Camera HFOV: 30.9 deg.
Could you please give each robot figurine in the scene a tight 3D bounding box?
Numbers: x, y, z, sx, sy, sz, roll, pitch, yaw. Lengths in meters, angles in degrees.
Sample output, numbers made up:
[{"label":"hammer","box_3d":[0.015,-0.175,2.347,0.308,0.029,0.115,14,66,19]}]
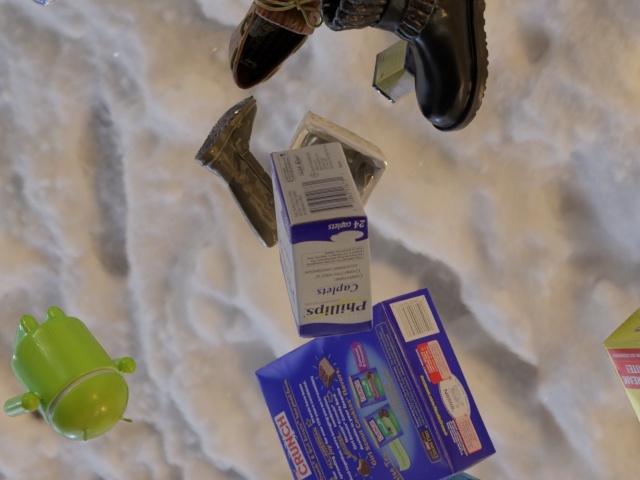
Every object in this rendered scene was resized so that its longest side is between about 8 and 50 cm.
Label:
[{"label":"robot figurine","box_3d":[-0.194,0.106,0.896,0.115,0.101,0.067,47,133,25]}]

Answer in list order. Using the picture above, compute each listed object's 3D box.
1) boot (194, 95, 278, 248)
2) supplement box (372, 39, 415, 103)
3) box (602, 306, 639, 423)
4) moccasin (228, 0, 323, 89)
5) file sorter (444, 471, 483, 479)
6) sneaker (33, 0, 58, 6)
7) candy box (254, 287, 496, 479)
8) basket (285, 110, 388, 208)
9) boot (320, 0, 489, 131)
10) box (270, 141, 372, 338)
[{"label":"boot","box_3d":[-0.107,-0.119,1.987,0.208,0.190,0.076,45,145,-21]},{"label":"supplement box","box_3d":[0.142,-0.300,2.024,0.083,0.083,0.056,-26,131,38]},{"label":"box","box_3d":[0.268,0.147,0.726,0.087,0.058,0.232,-9,111,55]},{"label":"moccasin","box_3d":[-0.058,-0.409,2.019,0.139,0.147,0.380,27,135,-24]},{"label":"file sorter","box_3d":[0.249,0.501,2.124,0.170,0.104,0.118,22,110,15]},{"label":"sneaker","box_3d":[-0.306,-0.280,0.991,0.211,0.081,0.080,49,150,-20]},{"label":"candy box","box_3d":[0.072,0.257,1.750,0.317,0.122,0.268,-31,76,41]},{"label":"basket","box_3d":[0.021,-0.139,2.020,0.167,0.103,0.113,27,106,-9]},{"label":"boot","box_3d":[0.128,-0.331,1.826,0.131,0.260,0.348,23,120,53]},{"label":"box","box_3d":[0.000,0.000,1.085,0.072,0.126,0.137,-9,127,-6]}]
